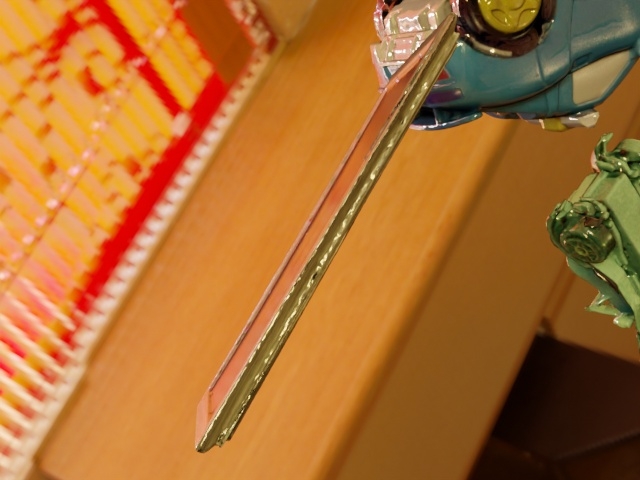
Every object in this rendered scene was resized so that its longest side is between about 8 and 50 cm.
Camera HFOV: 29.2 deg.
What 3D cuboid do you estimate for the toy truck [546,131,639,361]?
[{"bbox_3d":[0.186,0.011,0.748,0.078,0.080,0.154,6,-38,54],"label":"toy truck"}]

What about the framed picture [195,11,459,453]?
[{"bbox_3d":[0.000,0.000,0.812,0.019,0.296,0.232,31,-3,-4],"label":"framed picture"}]

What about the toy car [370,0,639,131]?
[{"bbox_3d":[0.198,-0.176,1.029,0.198,0.314,0.166,17,-56,67],"label":"toy car"}]
